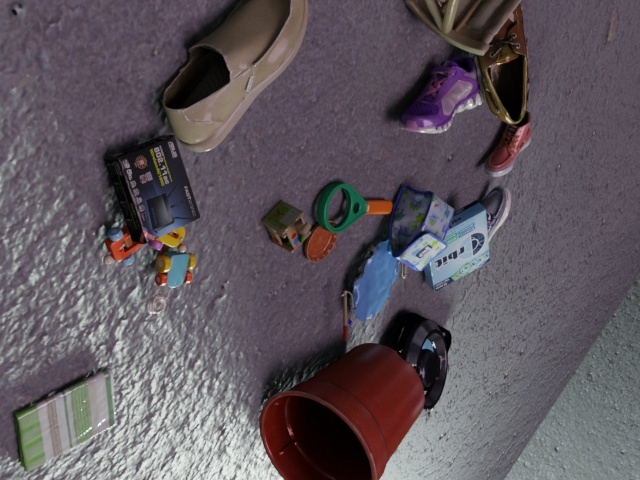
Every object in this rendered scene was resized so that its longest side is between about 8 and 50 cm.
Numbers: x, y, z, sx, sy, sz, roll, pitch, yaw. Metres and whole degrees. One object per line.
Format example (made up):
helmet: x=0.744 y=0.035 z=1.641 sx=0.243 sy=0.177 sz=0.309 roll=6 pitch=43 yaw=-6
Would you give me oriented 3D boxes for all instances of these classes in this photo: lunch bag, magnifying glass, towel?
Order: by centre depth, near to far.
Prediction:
towel: x=-0.369 y=0.257 z=1.170 sx=0.152 sy=0.023 sz=0.113 roll=-24 pitch=130 yaw=-40
magnifying glass: x=0.067 y=-0.062 z=1.501 sx=0.231 sy=0.026 sz=0.092 roll=-3 pitch=105 yaw=-53
lunch bag: x=0.201 y=-0.020 z=1.641 sx=0.129 sy=0.096 sz=0.151 roll=27 pitch=83 yaw=-57

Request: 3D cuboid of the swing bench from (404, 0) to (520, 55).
swing bench: x=0.258 y=-0.493 z=1.316 sx=0.253 sy=0.165 sz=0.254 roll=-53 pitch=152 yaw=-13

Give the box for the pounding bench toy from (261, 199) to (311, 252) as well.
pounding bench toy: x=-0.044 y=-0.015 z=1.338 sx=0.052 sy=0.083 sz=0.065 roll=-47 pitch=144 yaw=-20

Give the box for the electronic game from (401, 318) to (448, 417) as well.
electronic game: x=0.242 y=0.299 z=1.884 sx=0.229 sy=0.048 sz=0.229 roll=-11 pitch=102 yaw=-58

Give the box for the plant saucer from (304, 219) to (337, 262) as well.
plant saucer: x=0.000 y=0.000 z=1.474 sx=0.083 sy=0.013 sz=0.083 roll=-34 pitch=140 yaw=-35

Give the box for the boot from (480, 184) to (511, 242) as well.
boot: x=0.381 y=-0.045 z=1.905 sx=0.086 sy=0.069 sz=0.190 roll=4 pitch=114 yaw=-50

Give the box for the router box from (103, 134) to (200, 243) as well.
router box: x=-0.220 y=-0.068 z=1.062 sx=0.092 sy=0.038 sz=0.122 roll=-31 pitch=114 yaw=-39

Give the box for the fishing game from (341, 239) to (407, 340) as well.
fishing game: x=0.111 y=0.078 z=1.664 sx=0.264 sy=0.041 sz=0.189 roll=-43 pitch=145 yaw=-39

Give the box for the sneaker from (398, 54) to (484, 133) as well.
sneaker: x=0.224 y=-0.278 z=1.503 sx=0.236 sy=0.095 sz=0.104 roll=-38 pitch=136 yaw=-39

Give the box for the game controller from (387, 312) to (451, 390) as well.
game controller: x=0.238 y=0.273 z=1.959 sx=0.166 sy=0.067 sz=0.319 roll=-60 pitch=148 yaw=0

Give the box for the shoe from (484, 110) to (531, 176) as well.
shoe: x=0.430 y=-0.225 z=1.844 sx=0.178 sy=0.063 sz=0.081 roll=-45 pitch=143 yaw=-31

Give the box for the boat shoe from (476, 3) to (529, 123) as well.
boat shoe: x=0.342 y=-0.364 z=1.505 sx=0.111 sy=0.104 sz=0.307 roll=-19 pitch=124 yaw=8

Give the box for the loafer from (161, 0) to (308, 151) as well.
loafer: x=-0.112 y=-0.241 z=1.056 sx=0.268 sy=0.102 sz=0.092 roll=-58 pitch=153 yaw=-3

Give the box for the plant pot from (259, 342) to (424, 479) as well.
plant pot: x=0.064 y=0.355 z=1.630 sx=0.265 sy=0.272 sz=0.272 roll=-34 pitch=140 yaw=-47

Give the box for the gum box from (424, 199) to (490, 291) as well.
gum box: x=0.306 y=0.015 z=1.826 sx=0.157 sy=0.041 sz=0.184 roll=-28 pitch=139 yaw=-10

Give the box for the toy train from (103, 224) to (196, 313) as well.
toy train: x=-0.244 y=0.020 z=1.134 sx=0.125 sy=0.046 sz=0.166 roll=-43 pitch=140 yaw=-23
